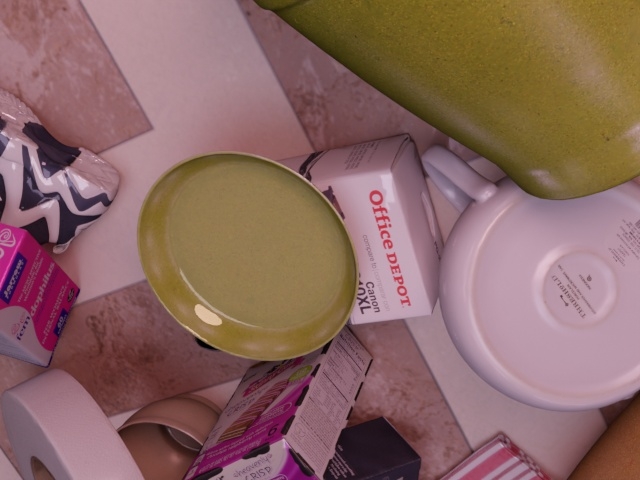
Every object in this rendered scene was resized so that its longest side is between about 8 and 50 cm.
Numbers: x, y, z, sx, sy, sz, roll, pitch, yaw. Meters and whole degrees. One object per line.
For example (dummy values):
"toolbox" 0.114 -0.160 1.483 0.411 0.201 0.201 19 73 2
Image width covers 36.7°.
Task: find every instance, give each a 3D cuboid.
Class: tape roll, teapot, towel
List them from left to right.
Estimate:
"tape roll" -0.281 0.345 1.203 0.392 0.072 0.391 40 144 38
"towel" 0.243 0.337 1.190 0.197 0.029 0.144 42 121 -3
"teapot" 0.222 0.038 0.956 0.253 0.187 0.255 3 92 -5

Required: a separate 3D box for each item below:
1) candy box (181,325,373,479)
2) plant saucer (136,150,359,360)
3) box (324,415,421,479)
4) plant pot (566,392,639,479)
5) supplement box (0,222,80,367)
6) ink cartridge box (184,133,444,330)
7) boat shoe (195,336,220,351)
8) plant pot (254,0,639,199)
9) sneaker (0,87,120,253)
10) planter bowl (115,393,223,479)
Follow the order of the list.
"candy box" -0.045 0.201 1.086 0.159 0.233 0.071 -31 103 28
"plant saucer" -0.072 0.014 0.993 0.241 0.037 0.240 8 118 15
"box" 0.028 0.317 1.162 0.158 0.093 0.155 -12 122 -26
"plant pot" 0.384 0.253 1.002 0.237 0.237 0.254 22 107 6
"supplement box" -0.377 0.059 1.122 0.114 0.111 0.220 15 162 9
"ink cartridge box" 0.000 0.000 1.043 0.237 0.100 0.171 -9 114 22
"boat shoe" -0.087 0.112 1.166 0.133 0.042 0.048 -3 114 17
"plant pot" 0.148 -0.228 0.761 0.367 0.366 0.353 -33 115 29
"sneaker" -0.366 -0.073 1.123 0.235 0.094 0.153 32 113 -12
"planter bowl" -0.179 0.264 1.234 0.162 0.109 0.162 7 119 13
